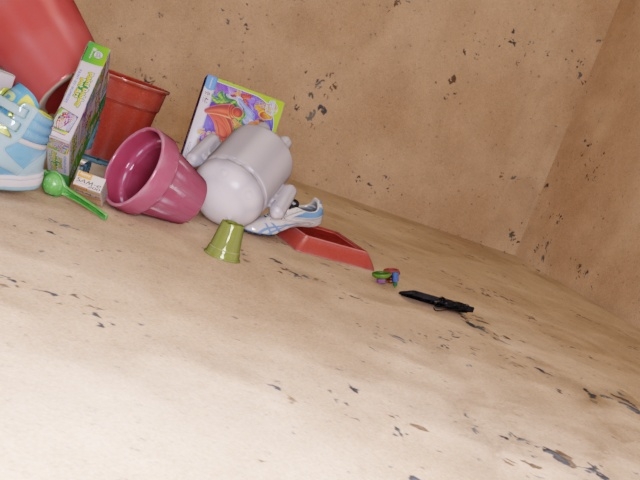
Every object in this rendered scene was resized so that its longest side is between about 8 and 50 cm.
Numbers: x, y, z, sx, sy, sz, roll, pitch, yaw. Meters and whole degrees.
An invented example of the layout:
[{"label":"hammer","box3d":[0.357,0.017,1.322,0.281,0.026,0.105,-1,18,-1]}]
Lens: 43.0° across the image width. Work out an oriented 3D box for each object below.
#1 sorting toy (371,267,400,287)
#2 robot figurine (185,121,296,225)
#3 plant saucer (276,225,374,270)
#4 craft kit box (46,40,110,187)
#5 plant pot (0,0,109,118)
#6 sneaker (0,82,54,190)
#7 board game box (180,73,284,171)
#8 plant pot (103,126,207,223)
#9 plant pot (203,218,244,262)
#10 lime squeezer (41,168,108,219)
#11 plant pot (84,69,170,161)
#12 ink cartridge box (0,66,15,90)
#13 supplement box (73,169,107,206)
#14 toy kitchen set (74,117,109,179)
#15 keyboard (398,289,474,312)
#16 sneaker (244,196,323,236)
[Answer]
[{"label":"sorting toy","box3d":[0.178,0.101,2.145,0.061,0.042,0.102,8,13,35]},{"label":"robot figurine","box3d":[-0.203,-0.169,2.137,0.300,0.199,0.353,31,45,4]},{"label":"plant saucer","box3d":[0.000,0.000,2.309,0.259,0.047,0.259,15,11,-28]},{"label":"craft kit box","box3d":[-0.536,-0.271,1.796,0.061,0.246,0.250,22,-25,-9]},{"label":"plant pot","box3d":[-0.648,-0.439,1.923,0.243,0.275,0.275,53,14,6]},{"label":"sneaker","box3d":[-0.641,-0.202,1.514,0.127,0.208,0.319,34,21,25]},{"label":"board game box","box3d":[-0.267,-0.266,2.315,0.234,0.347,0.078,18,-2,-16]},{"label":"plant pot","box3d":[-0.369,-0.132,1.878,0.180,0.201,0.201,35,-3,-43]},{"label":"plant pot","box3d":[-0.202,-0.002,1.766,0.083,0.079,0.083,19,8,-3]},{"label":"lime squeezer","box3d":[-0.590,-0.123,1.704,0.311,0.058,0.110,19,9,-15]},{"label":"plant pot","box3d":[-0.604,-0.347,2.342,0.273,0.265,0.272,19,9,-3]},{"label":"ink cartridge box","box3d":[-0.814,-0.310,1.786,0.129,0.223,0.307,15,10,-44]},{"label":"supplement box","box3d":[-0.501,-0.112,1.772,0.062,0.036,0.098,19,-19,-5]},{"label":"toy kitchen set","box3d":[-0.577,-0.238,2.064,0.122,0.166,0.207,19,9,-10]},{"label":"keyboard","box3d":[0.298,0.166,2.065,0.192,0.038,0.100,16,-13,-22]},{"label":"sneaker","box3d":[-0.102,-0.066,2.194,0.237,0.086,0.085,-13,24,-26]}]
